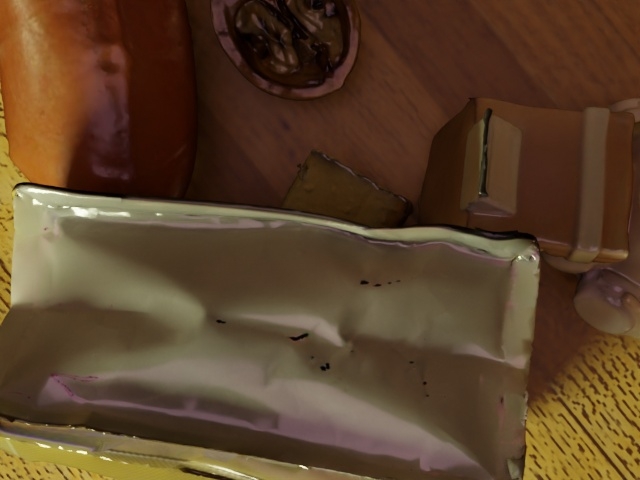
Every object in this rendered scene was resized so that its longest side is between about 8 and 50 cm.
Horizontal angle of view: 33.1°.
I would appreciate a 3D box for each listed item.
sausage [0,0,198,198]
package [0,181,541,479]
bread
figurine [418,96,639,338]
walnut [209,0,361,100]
[{"bbox_3d":[-0.146,-0.128,0.698,0.133,0.133,0.258,-9,91,5],"label":"sausage"},{"bbox_3d":[-0.040,0.103,0.642,0.311,0.221,0.165,8,53,5],"label":"package"},{"bbox_3d":[0.000,0.000,0.717,0.084,0.080,0.109,34,94,6],"label":"bread"},{"bbox_3d":[0.184,-0.015,0.681,0.237,0.141,0.162,7,69,-5],"label":"figurine"},{"bbox_3d":[-0.021,-0.147,0.724,0.091,0.052,0.121,-33,88,7],"label":"walnut"}]
